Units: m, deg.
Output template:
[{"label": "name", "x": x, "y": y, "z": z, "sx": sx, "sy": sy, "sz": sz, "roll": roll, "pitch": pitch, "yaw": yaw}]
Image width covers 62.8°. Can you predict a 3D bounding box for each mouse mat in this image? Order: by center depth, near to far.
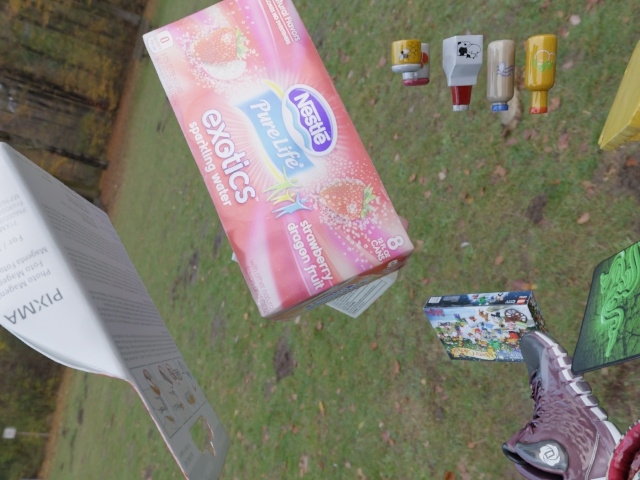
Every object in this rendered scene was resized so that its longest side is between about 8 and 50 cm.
[{"label": "mouse mat", "x": 0.395, "y": 0.082, "z": 0.694, "sx": 0.190, "sy": 0.007, "sz": 0.153, "roll": -61, "pitch": -3, "yaw": -26}]

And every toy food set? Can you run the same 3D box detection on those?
[{"label": "toy food set", "x": 0.207, "y": -0.229, "z": 0.747, "sx": 0.111, "sy": 0.232, "sz": 0.105, "roll": -133, "pitch": 38, "yaw": -72}]

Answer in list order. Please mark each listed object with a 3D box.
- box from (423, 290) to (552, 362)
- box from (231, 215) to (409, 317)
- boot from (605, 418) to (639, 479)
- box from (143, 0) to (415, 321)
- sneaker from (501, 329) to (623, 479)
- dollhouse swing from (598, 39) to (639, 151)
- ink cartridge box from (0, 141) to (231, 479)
[{"label": "box", "x": 0.355, "y": 0.186, "z": 1.111, "sx": 0.233, "sy": 0.159, "sz": 0.044, "roll": -10, "pitch": 29, "yaw": 43}, {"label": "box", "x": 0.000, "y": 0.000, "z": 0.833, "sx": 0.149, "sy": 0.232, "sz": 0.127, "roll": -54, "pitch": 12, "yaw": 52}, {"label": "boot", "x": 0.244, "y": 0.172, "z": 0.246, "sx": 0.178, "sy": 0.236, "sz": 0.085, "roll": 28, "pitch": 92, "yaw": 21}, {"label": "box", "x": -0.039, "y": -0.082, "z": 0.539, "sx": 0.142, "sy": 0.154, "sz": 0.300, "roll": 72, "pitch": 174, "yaw": -79}, {"label": "sneaker", "x": 0.350, "y": 0.273, "z": 0.841, "sx": 0.281, "sy": 0.162, "sz": 0.106, "roll": -109, "pitch": -1, "yaw": -52}, {"label": "dollhouse swing", "x": 0.720, "y": -0.285, "z": 0.907, "sx": 0.347, "sy": 0.304, "sz": 0.315, "roll": 4, "pitch": -74, "yaw": -74}, {"label": "ink cartridge box", "x": -0.147, "y": 0.066, "z": 0.363, "sx": 0.232, "sy": 0.066, "sz": 0.189, "roll": 63, "pitch": 171, "yaw": 7}]
